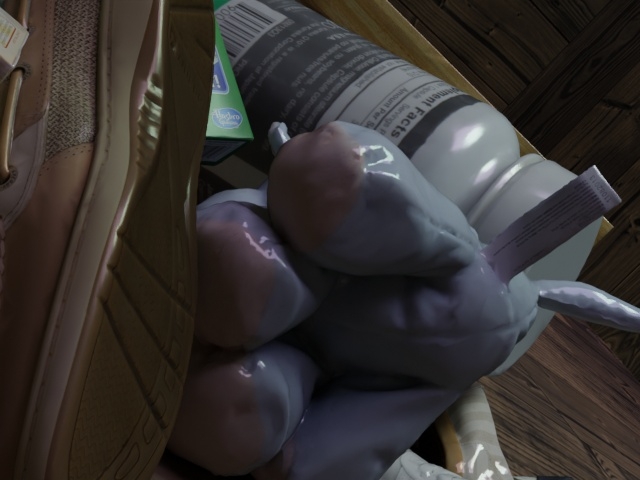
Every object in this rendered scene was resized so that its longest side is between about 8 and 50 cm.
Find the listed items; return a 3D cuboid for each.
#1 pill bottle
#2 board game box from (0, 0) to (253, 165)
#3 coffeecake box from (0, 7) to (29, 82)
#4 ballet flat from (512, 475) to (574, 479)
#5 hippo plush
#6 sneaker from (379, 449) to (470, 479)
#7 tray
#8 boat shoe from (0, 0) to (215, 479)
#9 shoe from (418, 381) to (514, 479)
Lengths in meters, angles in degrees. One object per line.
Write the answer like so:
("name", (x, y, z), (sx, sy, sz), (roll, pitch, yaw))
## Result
("pill bottle", (0.034, -0.053, 1.038), (0.361, 0.204, 0.204), (33, 6, 22))
("board game box", (-0.191, -0.150, 0.720), (0.317, 0.046, 0.214), (-2, 70, -49))
("coffeecake box", (-0.240, -0.088, 0.519), (0.185, 0.142, 0.068), (40, 12, -19))
("ballet flat", (0.167, 0.226, 1.044), (0.074, 0.074, 0.203), (46, 17, 12))
("hippo plush", (0.000, 0.000, 0.790), (0.236, 0.294, 0.234), (45, -14, 55))
("sneaker", (0.099, 0.195, 0.838), (0.229, 0.092, 0.087), (46, 12, 19))
("tray", (0.152, -0.137, 1.424), (0.411, 0.076, 0.203), (45, 7, 6))
("boat shoe", (-0.122, -0.015, 0.603), (0.122, 0.110, 0.341), (75, 15, -52))
("shoe", (0.115, 0.160, 1.037), (0.058, 0.077, 0.219), (0, 21, -2))
